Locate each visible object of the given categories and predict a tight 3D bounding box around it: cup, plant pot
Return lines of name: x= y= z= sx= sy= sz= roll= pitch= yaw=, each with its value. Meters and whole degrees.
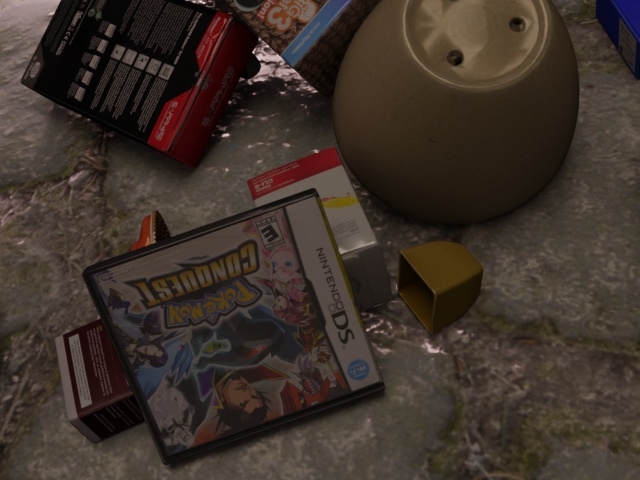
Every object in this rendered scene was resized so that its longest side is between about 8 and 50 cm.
cup: x=0.174 y=-0.209 z=1.002 sx=0.331 sy=0.237 sz=0.331 roll=-1 pitch=75 yaw=3
plant pot: x=0.150 y=0.049 z=0.986 sx=0.083 sy=0.081 sz=0.081 roll=-22 pitch=49 yaw=-17

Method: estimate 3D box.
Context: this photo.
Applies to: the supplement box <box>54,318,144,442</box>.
supplement box: x=-0.199 y=0.139 z=1.013 sx=0.239 sy=0.073 sz=0.130 roll=-23 pitch=51 yaw=-2

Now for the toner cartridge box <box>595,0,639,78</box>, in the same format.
toner cartridge box: x=0.599 y=-0.356 z=1.176 sx=0.348 sy=0.075 sz=0.165 roll=-15 pitch=52 yaw=4

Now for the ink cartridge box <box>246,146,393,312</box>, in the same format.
ink cartridge box: x=0.000 y=0.000 z=1.030 sx=0.127 sy=0.128 sz=0.176 roll=-21 pitch=50 yaw=-1

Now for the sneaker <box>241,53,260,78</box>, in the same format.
sneaker: x=-0.209 y=-0.326 z=1.382 sx=0.267 sy=0.101 sz=0.106 roll=36 pitch=94 yaw=31

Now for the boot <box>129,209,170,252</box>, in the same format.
boot: x=-0.255 y=0.027 z=1.128 sx=0.085 sy=0.059 sz=0.158 roll=-11 pitch=52 yaw=13

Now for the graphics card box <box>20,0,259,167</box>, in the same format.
graphics card box: x=-0.300 y=-0.288 z=1.309 sx=0.371 sy=0.094 sz=0.232 roll=25 pitch=89 yaw=29

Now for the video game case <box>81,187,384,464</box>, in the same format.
video game case: x=-0.093 y=0.101 z=0.921 sx=0.275 sy=0.248 sz=0.035 roll=-19 pitch=14 yaw=0

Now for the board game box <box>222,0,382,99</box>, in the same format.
board game box: x=-0.028 y=-0.399 z=1.188 sx=0.232 sy=0.141 sz=0.291 roll=-47 pitch=69 yaw=8
